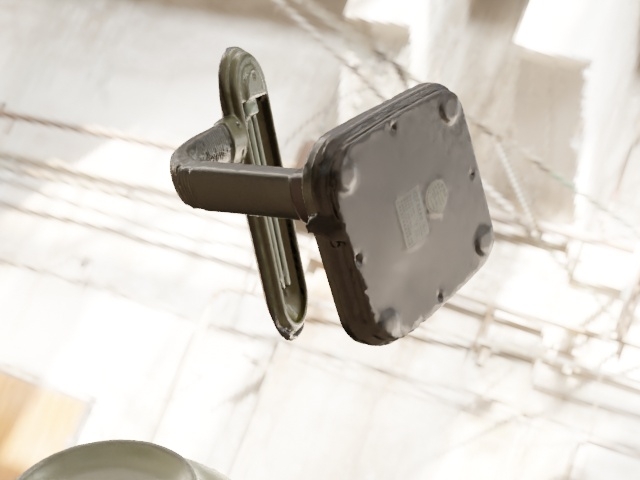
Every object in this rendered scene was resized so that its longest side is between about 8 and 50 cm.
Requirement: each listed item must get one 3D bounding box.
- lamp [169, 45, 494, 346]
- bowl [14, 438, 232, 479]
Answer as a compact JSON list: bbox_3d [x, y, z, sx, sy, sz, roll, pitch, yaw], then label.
[{"bbox_3d":[-0.007,0.003,0.760,0.283,0.125,0.203,21,-46,59],"label":"lamp"},{"bbox_3d":[-0.133,0.214,0.822,0.238,0.238,0.126,12,-61,30],"label":"bowl"}]
